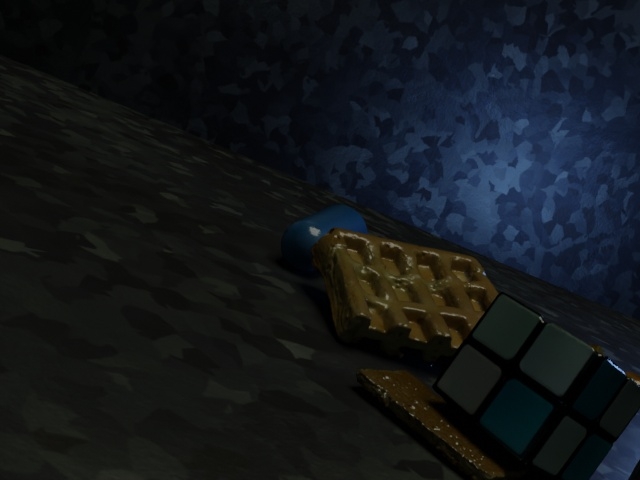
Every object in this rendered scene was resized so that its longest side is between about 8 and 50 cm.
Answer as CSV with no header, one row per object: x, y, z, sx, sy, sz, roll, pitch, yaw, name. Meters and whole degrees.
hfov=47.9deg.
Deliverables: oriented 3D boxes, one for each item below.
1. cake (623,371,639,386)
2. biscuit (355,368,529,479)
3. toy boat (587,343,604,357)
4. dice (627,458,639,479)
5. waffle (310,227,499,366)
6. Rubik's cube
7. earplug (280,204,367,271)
0.731,0.336,1.668,0.084,0.044,0.084,22,9,-4,cake
0.156,0.239,0.944,0.131,0.025,0.231,14,16,-49,biscuit
0.580,0.273,1.595,0.088,0.089,0.229,-14,-5,23,toy boat
0.324,0.277,0.475,0.271,0.270,0.270,28,12,20,dice
0.168,0.097,1.274,0.348,0.077,0.304,12,30,-16,waffle
0.291,0.200,0.960,0.183,0.167,0.180,33,3,-43,Rubik's cube
0.000,0.000,1.520,0.132,0.132,0.273,27,15,14,earplug
